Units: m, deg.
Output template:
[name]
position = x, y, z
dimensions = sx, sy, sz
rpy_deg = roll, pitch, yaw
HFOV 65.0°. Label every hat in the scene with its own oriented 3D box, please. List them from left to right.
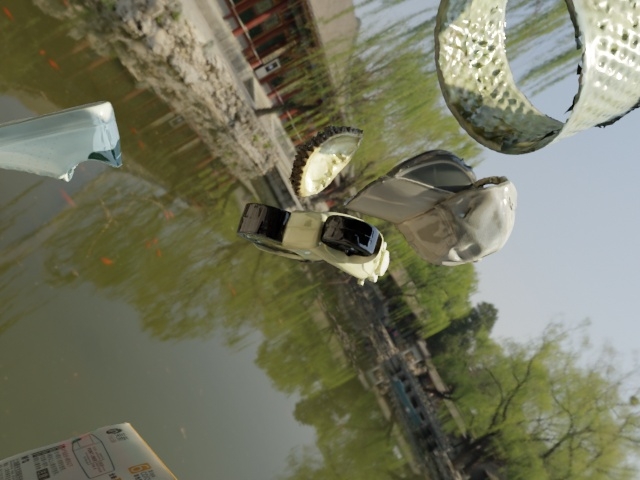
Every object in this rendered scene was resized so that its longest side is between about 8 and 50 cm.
[hat]
position = 0.174, -0.044, 0.811
dimensions = 0.232, 0.274, 0.161
rpy_deg = 147, -49, -75

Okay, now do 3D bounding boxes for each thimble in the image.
[thimble]
position = 0.287, -0.254, 0.656
dimensions = 0.271, 0.149, 0.271
rpy_deg = 55, -21, 33

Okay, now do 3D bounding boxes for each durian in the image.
[durian]
position = 0.004, -0.115, 0.686
dimensions = 0.066, 0.130, 0.052
rpy_deg = 44, 1, -9

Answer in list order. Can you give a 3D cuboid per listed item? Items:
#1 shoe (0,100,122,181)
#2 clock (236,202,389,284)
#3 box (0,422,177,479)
[shoe]
position = -0.437, -0.133, 0.774
dimensions = 0.095, 0.264, 0.110
rpy_deg = -109, -176, -65
[clock]
position = 0.000, 0.000, 1.088
dimensions = 0.378, 0.120, 0.276
rpy_deg = 12, -10, 40
[box]
position = -0.333, 0.358, 0.693
dimensions = 0.273, 0.220, 0.091
rpy_deg = 0, -84, 58
